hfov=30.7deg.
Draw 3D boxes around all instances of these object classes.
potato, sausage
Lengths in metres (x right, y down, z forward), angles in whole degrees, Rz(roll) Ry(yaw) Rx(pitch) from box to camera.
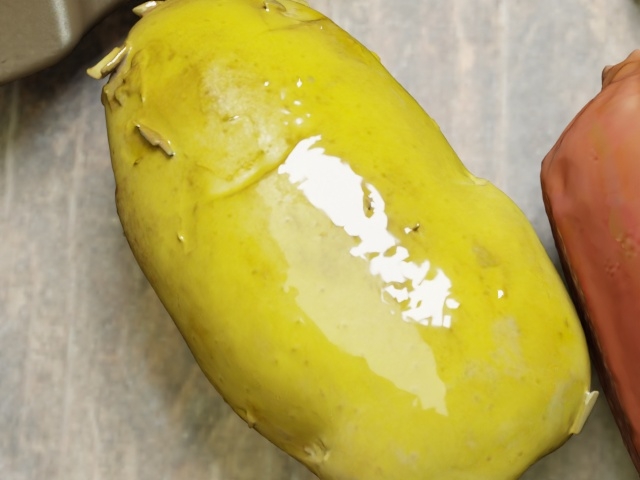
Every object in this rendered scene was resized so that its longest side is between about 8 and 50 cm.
[{"bbox_3d":[0.000,0.000,0.580,0.173,0.140,0.300,-38,75,-1],"label":"potato"},{"bbox_3d":[0.187,0.027,0.537,0.148,0.148,0.254,-15,77,8],"label":"sausage"}]

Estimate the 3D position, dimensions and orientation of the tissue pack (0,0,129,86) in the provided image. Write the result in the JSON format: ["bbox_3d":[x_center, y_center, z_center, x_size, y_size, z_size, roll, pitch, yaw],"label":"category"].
[{"bbox_3d":[-0.133,-0.283,0.593,0.387,0.267,0.277,-30,54,5],"label":"tissue pack"}]
